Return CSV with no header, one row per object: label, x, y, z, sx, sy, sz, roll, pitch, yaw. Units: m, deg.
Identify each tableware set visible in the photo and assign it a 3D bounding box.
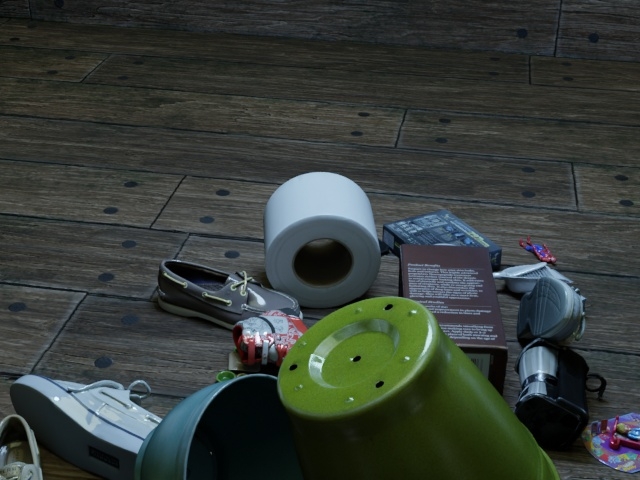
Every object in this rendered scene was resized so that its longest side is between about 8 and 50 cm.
tableware set,-0.173,0.292,1.867,0.104,0.024,0.154,10,31,16

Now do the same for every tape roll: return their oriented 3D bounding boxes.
tape roll,0.000,0.000,2.155,0.246,0.246,0.169,-1,34,-4

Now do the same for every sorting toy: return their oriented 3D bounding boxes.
sorting toy,-0.149,0.233,1.984,0.062,0.012,0.083,1,29,-5

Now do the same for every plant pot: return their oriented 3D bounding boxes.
plant pot,0.116,0.282,1.430,0.366,0.353,0.366,-20,30,12
plant pot,-0.157,0.354,1.535,0.196,0.293,0.293,-10,17,41

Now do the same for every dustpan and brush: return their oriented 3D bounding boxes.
dustpan and brush,0.426,0.080,2.209,0.211,0.060,0.147,-16,11,-2

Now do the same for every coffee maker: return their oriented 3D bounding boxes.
coffee maker,0.434,0.278,1.812,0.171,0.120,0.178,7,30,9

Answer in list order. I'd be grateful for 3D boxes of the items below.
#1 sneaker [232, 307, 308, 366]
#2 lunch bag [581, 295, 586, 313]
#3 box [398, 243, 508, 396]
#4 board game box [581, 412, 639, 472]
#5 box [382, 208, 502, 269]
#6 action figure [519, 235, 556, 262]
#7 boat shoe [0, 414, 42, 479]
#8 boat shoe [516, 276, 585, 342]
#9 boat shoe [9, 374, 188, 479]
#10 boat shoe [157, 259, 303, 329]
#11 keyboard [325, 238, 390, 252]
sneaker,-0.064,0.222,1.918,0.145,0.090,0.270,-12,31,-30
lunch bag,0.509,0.136,2.139,0.083,0.053,0.071,-19,32,-18
box,0.253,0.155,2.011,0.191,0.143,0.381,2,31,3
board game box,0.550,0.344,1.784,0.168,0.033,0.133,-11,31,-20
box,0.279,0.012,2.346,0.183,0.059,0.232,-15,32,-25
action figure,0.513,0.023,2.367,0.038,0.030,0.115,-9,32,-28
boat shoe,-0.488,0.396,1.593,0.109,0.098,0.302,-5,30,-11
boat shoe,0.455,0.143,1.943,0.103,0.118,0.320,9,-12,1
boat shoe,-0.353,0.303,1.729,0.367,0.136,0.156,19,34,24
boat shoe,-0.193,0.113,2.112,0.324,0.097,0.116,11,31,18
keyboard,0.063,0.024,2.358,0.180,0.023,0.108,-19,41,-32
